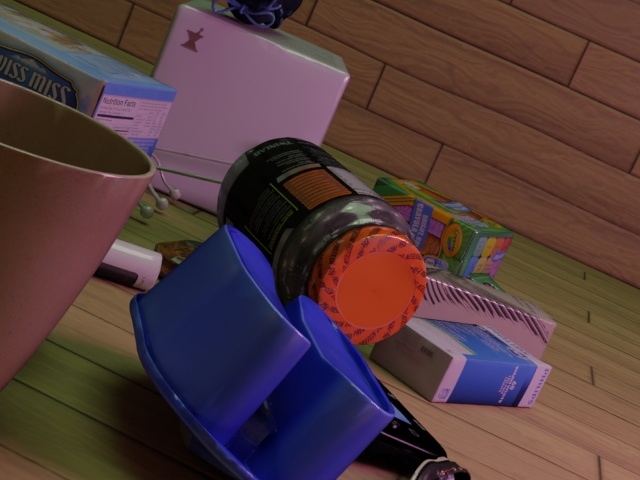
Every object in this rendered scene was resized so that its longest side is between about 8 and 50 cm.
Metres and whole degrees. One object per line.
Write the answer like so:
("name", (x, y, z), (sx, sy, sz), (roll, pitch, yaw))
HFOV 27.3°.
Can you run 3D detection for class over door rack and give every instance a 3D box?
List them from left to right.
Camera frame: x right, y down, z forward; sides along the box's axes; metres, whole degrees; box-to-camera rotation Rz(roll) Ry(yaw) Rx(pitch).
("over door rack", (-0.218, -0.103, 2.164), (0.324, 0.108, 0.239), (1, 10, 5))

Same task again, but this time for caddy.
("caddy", (-0.074, 0.136, 1.317), (0.241, 0.179, 0.341), (45, 4, -20))

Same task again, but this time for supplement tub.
("supplement tub", (0.000, 0.000, 1.858), (0.207, 0.207, 0.338), (17, 16, -31))

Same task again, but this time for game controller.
("game controller", (0.031, 0.178, 1.596), (0.166, 0.067, 0.319), (17, 14, -30))

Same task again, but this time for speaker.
("speaker", (-0.277, 0.021, 1.714), (0.136, 0.055, 0.055), (20, 12, -22))

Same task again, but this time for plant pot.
("plant pot", (-0.312, 0.013, 1.124), (0.256, 0.274, 0.256), (24, 11, -5))

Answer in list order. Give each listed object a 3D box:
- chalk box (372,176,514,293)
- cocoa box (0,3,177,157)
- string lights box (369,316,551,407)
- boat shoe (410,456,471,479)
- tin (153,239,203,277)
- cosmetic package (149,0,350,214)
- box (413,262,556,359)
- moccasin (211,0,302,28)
("chalk box", (0.220, 0.026, 2.385), (0.289, 0.179, 0.180), (29, 13, 26))
("cocoa box", (-0.437, -0.198, 1.950), (0.347, 0.228, 0.231), (27, 12, 17))
("string lights box", (0.210, 0.177, 1.932), (0.259, 0.077, 0.133), (11, 17, -48))
("boat shoe", (0.127, 0.266, 1.430), (0.042, 0.049, 0.133), (28, 11, 23))
("tin", (-0.175, 0.039, 1.894), (0.106, 0.040, 0.189), (23, 10, 18))
("cosmetic package", (-0.158, -0.244, 2.478), (0.329, 0.327, 0.394), (23, 11, -5))
("box", (0.248, 0.121, 2.222), (0.275, 0.094, 0.113), (19, 12, -19))
("moccasin", (-0.105, -0.433, 2.341), (0.137, 0.117, 0.342), (28, 9, 18))
